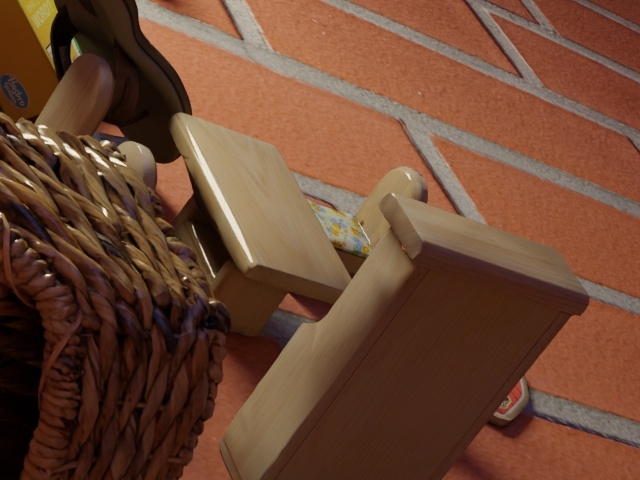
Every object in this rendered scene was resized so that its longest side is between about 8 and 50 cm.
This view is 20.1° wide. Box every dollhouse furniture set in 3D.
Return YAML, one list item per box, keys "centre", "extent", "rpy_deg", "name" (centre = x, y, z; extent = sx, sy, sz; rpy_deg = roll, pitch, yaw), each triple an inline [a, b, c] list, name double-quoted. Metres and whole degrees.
- centre: [0.000, 0.000, 1.468]
  extent: [0.362, 0.256, 0.394]
  rpy_deg: [18, 28, -36]
  name: "dollhouse furniture set"

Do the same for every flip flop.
- centre: [-0.192, -0.156, 1.568]
  extent: [0.112, 0.080, 0.277]
  rpy_deg: [27, -22, 26]
  name: "flip flop"

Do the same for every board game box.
- centre: [-0.302, -0.292, 1.666]
  extent: [0.242, 0.064, 0.316]
  rpy_deg: [-75, 141, -66]
  name: "board game box"

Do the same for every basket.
- centre: [-0.221, 0.092, 0.926]
  extent: [0.223, 0.299, 0.213]
  rpy_deg: [15, 32, -45]
  name: "basket"

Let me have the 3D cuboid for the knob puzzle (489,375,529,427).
- centre: [0.135, 0.104, 1.747]
  extent: [0.213, 0.030, 0.213]
  rpy_deg: [30, 23, -14]
  name: "knob puzzle"
